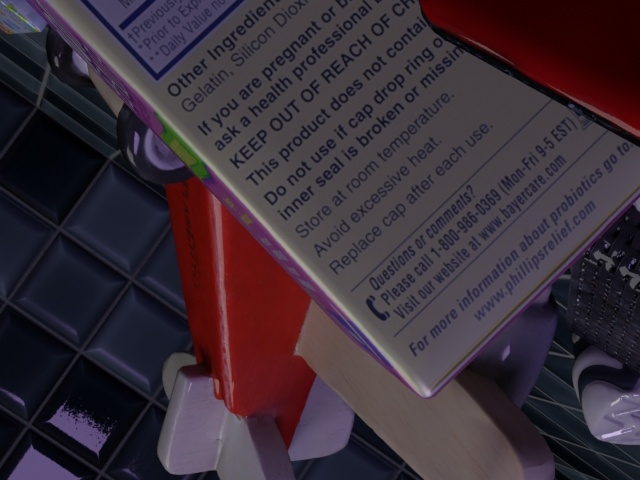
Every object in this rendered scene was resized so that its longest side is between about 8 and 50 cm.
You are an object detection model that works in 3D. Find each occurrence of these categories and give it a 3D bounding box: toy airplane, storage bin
[{"bbox_3d":[0.000,0.000,0.831,0.386,0.272,0.384,66,160,6],"label":"toy airplane"},{"bbox_3d":[0.186,0.000,0.609,0.084,0.122,0.180,32,171,17],"label":"storage bin"}]

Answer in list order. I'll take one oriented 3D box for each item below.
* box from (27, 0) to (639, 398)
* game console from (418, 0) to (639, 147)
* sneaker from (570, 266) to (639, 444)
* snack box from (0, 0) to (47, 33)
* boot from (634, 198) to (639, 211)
[{"bbox_3d":[-0.015,-0.073,0.511,0.243,0.117,0.213,47,177,-4],"label":"box"},{"bbox_3d":[0.116,-0.078,0.365,0.124,0.144,0.085,32,170,17],"label":"game console"},{"bbox_3d":[0.252,0.043,0.774,0.234,0.153,0.094,0,147,-13],"label":"sneaker"},{"bbox_3d":[-0.154,-0.192,0.783,0.037,0.141,0.100,39,171,-23],"label":"snack box"},{"bbox_3d":[0.097,-0.094,0.502,0.258,0.095,0.123,32,174,42],"label":"boot"}]
